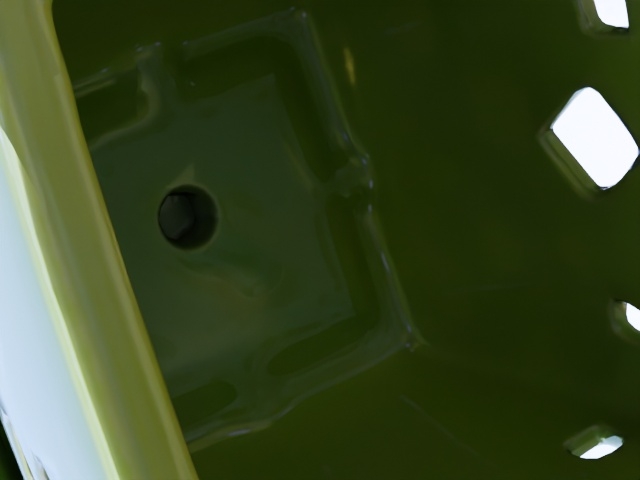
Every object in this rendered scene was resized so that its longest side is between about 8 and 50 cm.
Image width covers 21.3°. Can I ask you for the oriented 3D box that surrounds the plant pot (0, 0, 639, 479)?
[{"bbox_3d":[0.000,0.000,0.476,0.227,0.207,0.228,-24,-76,-27],"label":"plant pot"}]
